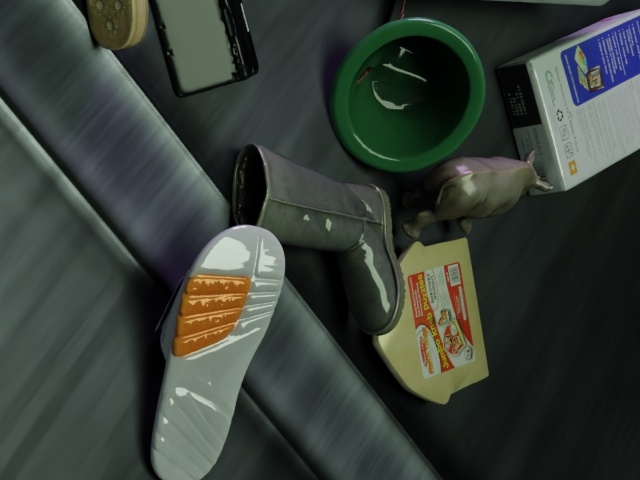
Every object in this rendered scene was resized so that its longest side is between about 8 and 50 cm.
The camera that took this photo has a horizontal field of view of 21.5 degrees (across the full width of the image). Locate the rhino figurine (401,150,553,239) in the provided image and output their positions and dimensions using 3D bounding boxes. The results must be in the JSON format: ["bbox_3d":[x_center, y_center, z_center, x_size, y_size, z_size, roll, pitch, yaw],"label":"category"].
[{"bbox_3d":[0.196,-0.060,1.993,0.243,0.106,0.073,-9,66,-50],"label":"rhino figurine"}]

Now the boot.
[{"bbox_3d":[-0.002,0.002,1.798,0.208,0.076,0.189,15,60,-54],"label":"boot"}]

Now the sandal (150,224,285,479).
[{"bbox_3d":[-0.121,0.106,1.659,0.102,0.076,0.265,18,92,-31],"label":"sandal"}]

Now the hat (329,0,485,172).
[{"bbox_3d":[0.093,-0.198,1.968,0.208,0.183,0.173,-41,111,5],"label":"hat"}]

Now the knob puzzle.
[{"bbox_3d":[0.117,0.097,1.952,0.213,0.030,0.213,8,80,-48],"label":"knob puzzle"}]

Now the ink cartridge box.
[{"bbox_3d":[0.378,-0.198,2.261,0.371,0.069,0.175,-26,104,-45],"label":"ink cartridge box"}]

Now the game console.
[{"bbox_3d":[-0.119,-0.219,1.742,0.107,0.071,0.122,-53,129,-75],"label":"game console"}]

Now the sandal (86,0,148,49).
[{"bbox_3d":[-0.221,-0.296,1.580,0.079,0.088,0.240,-22,106,-54],"label":"sandal"}]

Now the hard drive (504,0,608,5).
[{"bbox_3d":[0.214,-0.399,2.063,0.353,0.047,0.233,-6,68,-49],"label":"hard drive"}]
